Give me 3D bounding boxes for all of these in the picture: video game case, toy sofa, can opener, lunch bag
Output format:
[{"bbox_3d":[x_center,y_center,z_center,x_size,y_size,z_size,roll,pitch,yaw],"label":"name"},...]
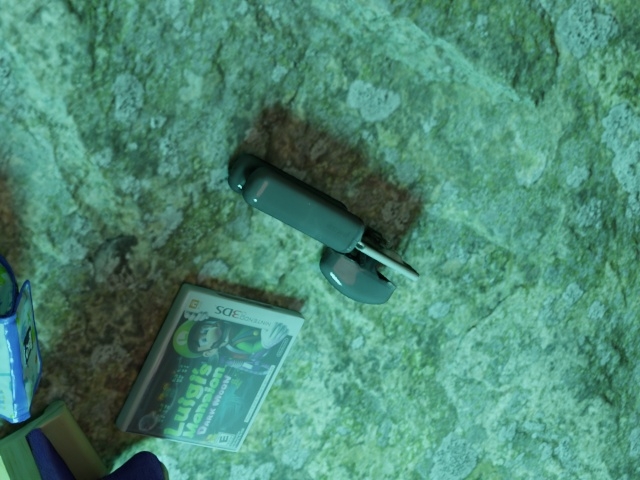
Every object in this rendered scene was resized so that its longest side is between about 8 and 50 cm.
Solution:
[{"bbox_3d":[-0.126,0.152,1.901,0.173,0.022,0.190,16,107,-38],"label":"video game case"},{"bbox_3d":[-0.219,0.327,1.722,0.177,0.362,0.150,-31,129,-6],"label":"toy sofa"},{"bbox_3d":[0.000,0.000,1.858,0.283,0.076,0.095,27,99,-39],"label":"can opener"},{"bbox_3d":[-0.333,0.095,1.648,0.096,0.151,0.129,-17,124,-23],"label":"lunch bag"}]
